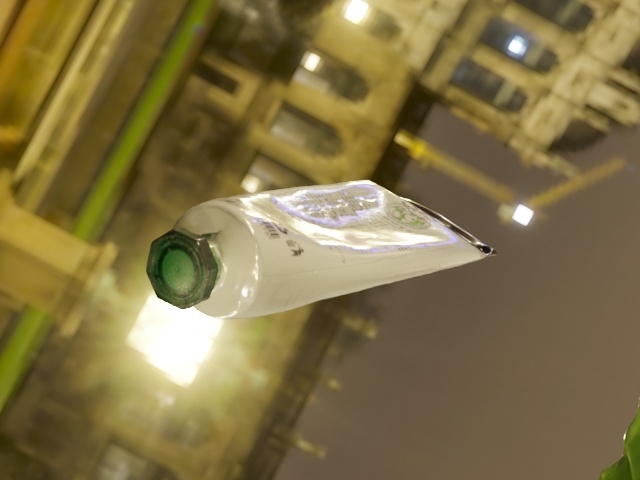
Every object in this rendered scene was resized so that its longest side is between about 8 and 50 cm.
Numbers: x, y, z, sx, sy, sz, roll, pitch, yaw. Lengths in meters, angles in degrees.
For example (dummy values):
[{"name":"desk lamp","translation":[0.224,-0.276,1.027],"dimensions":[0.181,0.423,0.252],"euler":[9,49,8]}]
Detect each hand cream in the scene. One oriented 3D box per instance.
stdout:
[{"name":"hand cream","translation":[0.000,0.000,1.308],"dimensions":[0.336,0.121,0.076],"euler":[-12,131,-56]}]

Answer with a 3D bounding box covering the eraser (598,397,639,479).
[{"name":"eraser","translation":[0.258,0.193,1.114],"dimensions":[0.274,0.092,0.210],"euler":[-92,-155,-53]}]
